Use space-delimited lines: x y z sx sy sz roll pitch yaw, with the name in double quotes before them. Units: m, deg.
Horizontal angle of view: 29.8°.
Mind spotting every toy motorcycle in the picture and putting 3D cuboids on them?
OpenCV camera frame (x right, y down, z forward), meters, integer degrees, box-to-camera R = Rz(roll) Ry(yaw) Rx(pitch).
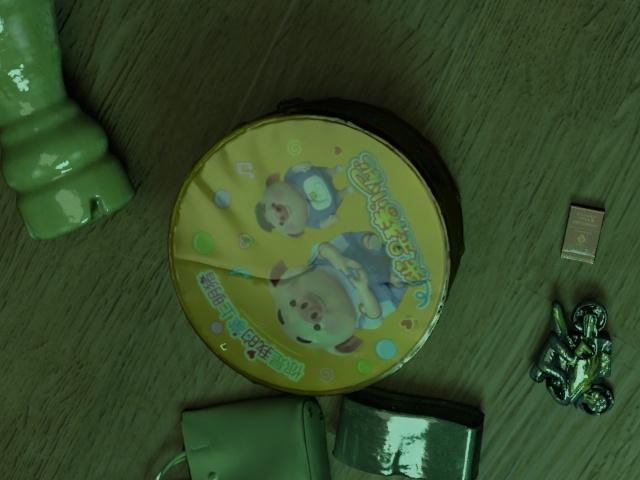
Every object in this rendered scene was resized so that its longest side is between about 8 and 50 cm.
"toy motorcycle" 0.374 0.179 1.802 0.124 0.061 0.193 -6 109 7

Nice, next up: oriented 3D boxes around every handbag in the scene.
"handbag" -0.141 0.372 1.913 0.315 0.109 0.241 -13 68 14

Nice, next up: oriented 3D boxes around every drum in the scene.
"drum" 0.000 0.000 1.770 0.431 0.214 0.431 3 102 13

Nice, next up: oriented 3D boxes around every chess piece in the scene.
"chess piece" -0.448 -0.227 1.826 0.234 0.234 0.442 -21 100 16

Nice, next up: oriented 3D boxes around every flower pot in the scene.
"flower pot" 0.138 0.302 1.863 0.229 0.103 0.108 11 104 11

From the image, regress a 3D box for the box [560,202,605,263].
"box" 0.388 -0.010 1.777 0.051 0.023 0.082 11 105 11
